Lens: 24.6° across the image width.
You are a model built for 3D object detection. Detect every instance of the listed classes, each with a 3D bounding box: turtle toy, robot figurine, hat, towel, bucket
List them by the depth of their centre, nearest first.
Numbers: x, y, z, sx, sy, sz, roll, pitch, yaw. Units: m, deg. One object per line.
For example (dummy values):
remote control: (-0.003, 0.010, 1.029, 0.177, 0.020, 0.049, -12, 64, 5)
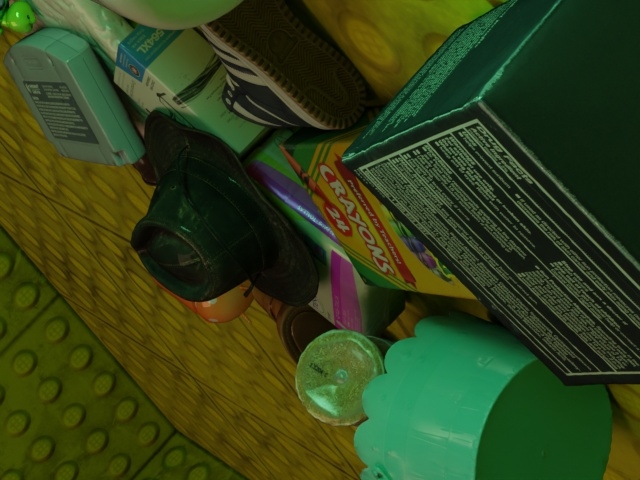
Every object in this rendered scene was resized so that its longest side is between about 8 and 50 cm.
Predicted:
bucket: (0.201, 0.231, 1.742, 0.183, 0.281, 0.281, 14, 147, 49)
hat: (-0.156, -0.005, 1.844, 0.331, 0.134, 0.331, 41, 160, 18)
turtle toy: (-0.453, -0.327, 2.022, 0.130, 0.066, 0.095, 39, -161, -10)
towel: (-0.303, -0.253, 2.064, 0.332, 0.053, 0.317, 47, 164, -11)
robot figurine: (-0.193, 0.051, 2.431, 0.219, 0.158, 0.128, 34, -170, 28)

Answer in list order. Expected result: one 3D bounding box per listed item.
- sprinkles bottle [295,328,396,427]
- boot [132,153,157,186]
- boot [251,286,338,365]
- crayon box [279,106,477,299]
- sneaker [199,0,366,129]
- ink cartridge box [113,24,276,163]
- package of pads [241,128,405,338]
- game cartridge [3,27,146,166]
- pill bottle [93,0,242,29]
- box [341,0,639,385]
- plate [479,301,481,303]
sprinkles bottle: (0.084, 0.188, 1.927, 0.121, 0.121, 0.355, 36, -175, 22)
boot: (-0.266, -0.137, 2.107, 0.106, 0.037, 0.114, 31, 155, 43)
boot: (-0.026, 0.109, 2.175, 0.220, 0.109, 0.283, 38, -171, 38)
crayon box: (0.096, -0.044, 1.567, 0.202, 0.081, 0.318, 58, 159, -15)
sneaker: (-0.086, -0.221, 1.563, 0.282, 0.099, 0.153, 46, 162, -21)
ink cartridge box: (-0.156, -0.180, 1.843, 0.203, 0.086, 0.148, 43, 163, 2)
package of pads: (0.000, 0.000, 1.904, 0.229, 0.101, 0.296, 38, 162, 17)
game cartridge: (-0.353, -0.203, 2.065, 0.196, 0.060, 0.294, 59, 160, -21)
pill bottle: (-0.232, -0.357, 1.333, 0.407, 0.229, 0.229, 30, 159, 38)
box: (0.216, -0.043, 1.158, 0.296, 0.183, 0.294, 44, 165, -10)
plate: (0.209, 0.042, 1.664, 0.188, 0.024, 0.188, 38, 162, 15)
